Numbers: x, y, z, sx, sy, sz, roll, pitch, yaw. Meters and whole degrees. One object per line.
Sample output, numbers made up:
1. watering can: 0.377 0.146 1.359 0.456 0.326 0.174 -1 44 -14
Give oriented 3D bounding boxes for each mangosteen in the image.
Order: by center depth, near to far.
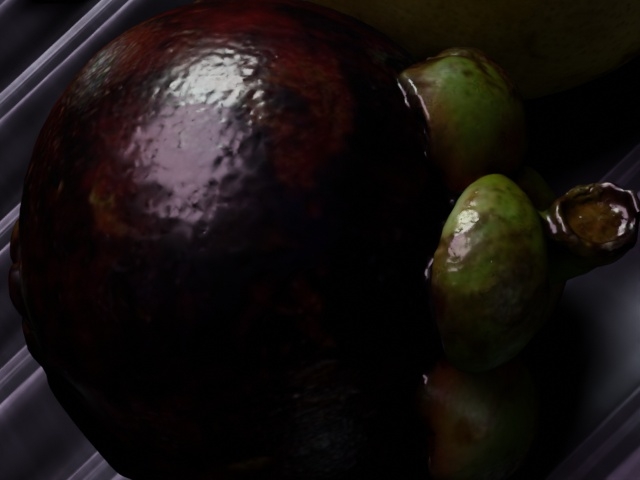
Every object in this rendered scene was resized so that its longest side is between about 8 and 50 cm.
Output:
1. mangosteen: -0.018 0.006 0.977 0.311 0.311 0.311 -19 47 22

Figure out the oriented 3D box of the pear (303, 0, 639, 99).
1. pear: 0.108 -0.227 1.074 0.304 0.304 0.304 -19 47 22
